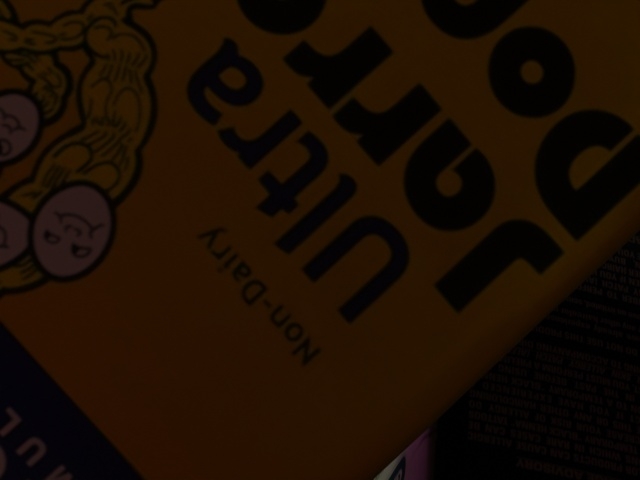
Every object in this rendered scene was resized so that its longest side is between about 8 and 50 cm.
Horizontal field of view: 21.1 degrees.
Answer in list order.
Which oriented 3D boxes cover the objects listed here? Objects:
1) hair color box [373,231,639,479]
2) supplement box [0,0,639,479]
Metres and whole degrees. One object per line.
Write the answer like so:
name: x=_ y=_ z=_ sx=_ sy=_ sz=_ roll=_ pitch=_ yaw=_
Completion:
hair color box: x=0.073 y=0.046 z=0.714 sx=0.174 sy=0.105 sz=0.347 roll=113 pitch=168 yaw=-51
supplement box: x=-0.001 y=-0.064 z=0.524 sx=0.356 sy=0.194 sz=0.195 roll=-42 pitch=4 yaw=-9
